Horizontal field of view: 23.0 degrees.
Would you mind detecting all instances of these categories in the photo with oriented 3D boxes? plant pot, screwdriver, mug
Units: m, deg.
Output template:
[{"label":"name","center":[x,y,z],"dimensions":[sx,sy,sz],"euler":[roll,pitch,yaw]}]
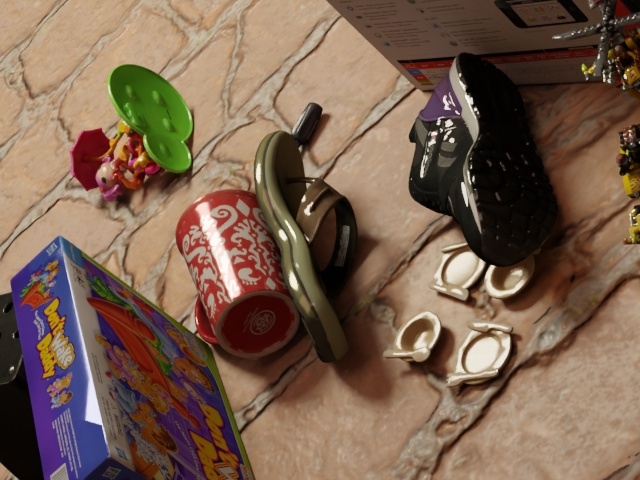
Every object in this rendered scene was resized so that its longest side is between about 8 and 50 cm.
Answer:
[{"label":"plant pot","center":[-0.303,0.150,1.762],"dimensions":[0.188,0.167,0.187],"euler":[-13,50,39]},{"label":"screwdriver","center":[-0.041,-0.087,1.822],"dimensions":[0.170,0.024,0.025],"euler":[-64,9,-16]},{"label":"mug","center":[-0.082,0.052,1.685],"dimensions":[0.113,0.150,0.169],"euler":[-13,38,-9]}]

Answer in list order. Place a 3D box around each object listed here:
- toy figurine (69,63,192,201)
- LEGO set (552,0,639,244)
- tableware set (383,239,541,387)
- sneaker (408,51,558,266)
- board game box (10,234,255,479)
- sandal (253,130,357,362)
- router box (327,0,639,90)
[{"label":"toy figurine","center":[-0.255,-0.112,2.029],"dimensions":[0.159,0.130,0.173],"euler":[-43,58,33]},{"label":"LEGO set","center":[0.346,-0.130,1.264],"dimensions":[0.331,0.192,0.255],"euler":[-15,58,38]},{"label":"tableware set","center":[0.139,0.063,1.488],"dimensions":[0.141,0.020,0.169],"euler":[2,60,49]},{"label":"sneaker","center":[0.147,-0.053,1.537],"dimensions":[0.124,0.107,0.283],"euler":[-49,25,32]},{"label":"board game box","center":[-0.179,0.173,1.546],"dimensions":[0.078,0.233,0.347],"euler":[-41,36,12]},{"label":"sandal","center":[0.001,0.002,1.634],"dimensions":[0.086,0.120,0.303],"euler":[-24,46,6]},{"label":"router box","center":[0.141,-0.271,1.552],"dimensions":[0.335,0.301,0.082],"euler":[3,61,48]}]
